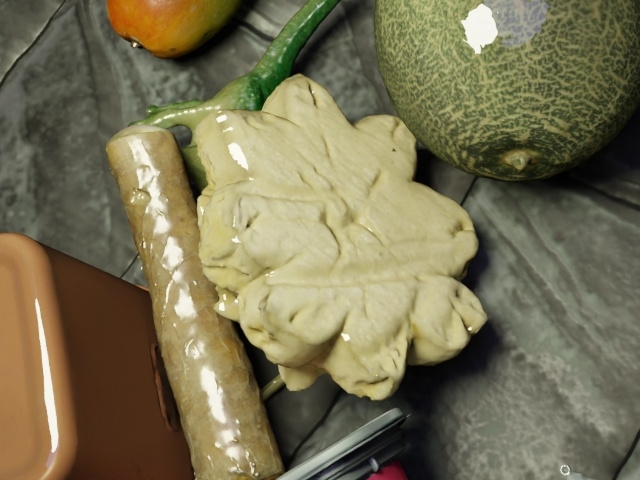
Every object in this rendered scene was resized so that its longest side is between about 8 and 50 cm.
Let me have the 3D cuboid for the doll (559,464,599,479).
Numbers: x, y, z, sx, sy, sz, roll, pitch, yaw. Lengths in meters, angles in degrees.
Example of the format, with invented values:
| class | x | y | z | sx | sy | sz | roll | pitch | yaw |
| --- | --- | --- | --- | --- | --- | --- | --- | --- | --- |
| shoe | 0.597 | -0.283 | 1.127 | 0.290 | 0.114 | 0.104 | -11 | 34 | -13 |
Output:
| class | x | y | z | sx | sy | sz | roll | pitch | yaw |
| --- | --- | --- | --- | --- | --- | --- | --- | --- | --- |
| doll | 0.240 | 0.231 | 0.999 | 0.114 | 0.039 | 0.057 | 44 | 118 | 13 |

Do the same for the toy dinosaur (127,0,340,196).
| class | x | y | z | sx | sy | sz | roll | pitch | yaw |
| --- | --- | --- | --- | --- | --- | --- | --- | --- | --- |
| toy dinosaur | -0.032 | -0.110 | 1.166 | 0.300 | 0.087 | 0.447 | -13 | 71 | 9 |

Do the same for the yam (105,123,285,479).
| class | x | y | z | sx | sy | sz | roll | pitch | yaw |
| --- | --- | --- | --- | --- | --- | --- | --- | --- | --- |
| yam | -0.116 | 0.057 | 1.062 | 0.081 | 0.081 | 0.357 | -20 | 75 | 5 |

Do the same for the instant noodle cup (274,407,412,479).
| class | x | y | z | sx | sy | sz | roll | pitch | yaw |
| --- | --- | --- | --- | --- | --- | --- | --- | --- | --- |
| instant noodle cup | 0.002 | 0.274 | 0.940 | 0.302 | 0.258 | 0.182 | -27 | 79 | -29 |

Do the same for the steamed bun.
| class | x | y | z | sx | sy | sz | roll | pitch | yaw |
| --- | --- | --- | --- | --- | --- | --- | --- | --- | --- |
| steamed bun | 0.000 | 0.000 | 1.057 | 0.295 | 0.137 | 0.292 | 31 | 50 | -15 |

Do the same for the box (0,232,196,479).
| class | x | y | z | sx | sy | sz | roll | pitch | yaw |
| --- | --- | --- | --- | --- | --- | --- | --- | --- | --- |
| box | -0.311 | 0.160 | 1.032 | 0.339 | 0.229 | 0.239 | -19 | 69 | 12 |

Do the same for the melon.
| class | x | y | z | sx | sy | sz | roll | pitch | yaw |
| --- | --- | --- | --- | --- | --- | --- | --- | --- | --- |
| melon | 0.171 | -0.208 | 1.073 | 0.248 | 0.248 | 0.329 | -4 | 61 | 11 |

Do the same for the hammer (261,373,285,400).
| class | x | y | z | sx | sy | sz | roll | pitch | yaw |
| --- | --- | --- | --- | --- | --- | --- | --- | --- | --- |
| hammer | -0.044 | 0.147 | 1.103 | 0.195 | 0.028 | 0.060 | -39 | 69 | -5 |

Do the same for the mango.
| class | x | y | z | sx | sy | sz | roll | pitch | yaw |
| --- | --- | --- | --- | --- | --- | --- | --- | --- | --- |
| mango | -0.125 | -0.320 | 1.250 | 0.146 | 0.129 | 0.289 | 10 | 63 | 18 |
